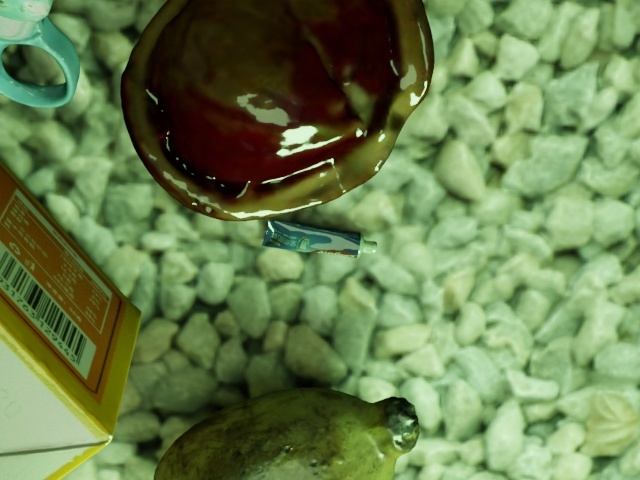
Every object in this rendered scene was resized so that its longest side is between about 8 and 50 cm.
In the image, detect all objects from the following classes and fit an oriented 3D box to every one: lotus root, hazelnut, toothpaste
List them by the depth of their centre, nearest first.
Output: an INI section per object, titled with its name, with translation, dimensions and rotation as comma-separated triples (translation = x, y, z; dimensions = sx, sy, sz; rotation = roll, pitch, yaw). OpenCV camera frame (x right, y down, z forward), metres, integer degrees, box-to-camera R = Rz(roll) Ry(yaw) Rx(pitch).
[hazelnut]
translation = -0.026, -0.112, 0.837
dimensions = 0.170, 0.160, 0.202
rotation = 31, 111, -11
[toothpaste]
translation = 0.000, 0.000, 0.952
dimensions = 0.083, 0.019, 0.027
rotation = 8, 133, -5
[lotus root]
translation = -0.022, 0.176, 0.959
dimensions = 0.214, 0.138, 0.138
rotation = -24, 109, 6

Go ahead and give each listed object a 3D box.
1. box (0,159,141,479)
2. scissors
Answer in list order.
[box]
translation = -0.309, 0.055, 0.853
dimensions = 0.259, 0.214, 0.283
rotation = -36, 107, 12
[scissors]
translation = -0.188, -0.157, 0.792
dimensions = 0.125, 0.030, 0.256
rotation = 19, 152, -15
